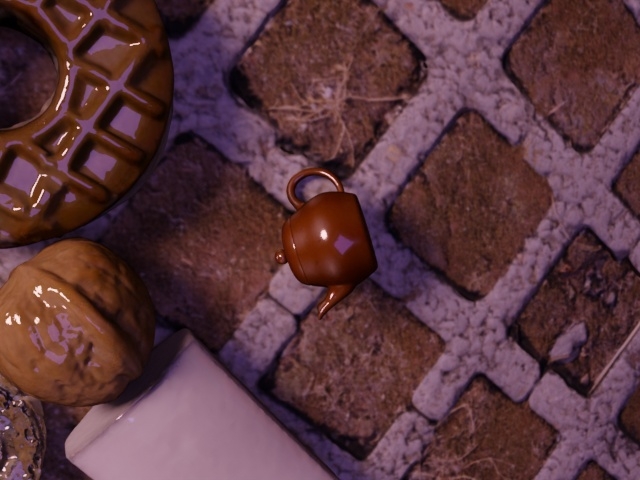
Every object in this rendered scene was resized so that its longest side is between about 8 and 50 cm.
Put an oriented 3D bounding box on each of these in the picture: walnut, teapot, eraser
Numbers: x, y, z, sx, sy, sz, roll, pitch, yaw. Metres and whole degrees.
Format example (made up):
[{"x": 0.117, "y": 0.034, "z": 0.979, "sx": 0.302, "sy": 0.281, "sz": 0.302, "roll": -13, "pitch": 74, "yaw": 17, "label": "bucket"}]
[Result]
[{"x": -0.236, "y": 0.083, "z": 0.687, "sx": 0.166, "sy": 0.149, "sz": 0.166, "roll": -11, "pitch": 105, "yaw": -44, "label": "walnut"}, {"x": 0.000, "y": 0.000, "z": 0.791, "sx": 0.116, "sy": 0.116, "sz": 0.173, "roll": -9, "pitch": 75, "yaw": -19, "label": "teapot"}, {"x": -0.119, "y": 0.249, "z": 0.782, "sx": 0.174, "sy": 0.095, "sz": 0.270, "roll": -44, "pitch": 109, "yaw": -9, "label": "eraser"}]

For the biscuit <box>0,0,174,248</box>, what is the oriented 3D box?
[{"x": -0.294, "y": -0.151, "z": 0.653, "sx": 0.332, "sy": 0.103, "sz": 0.332, "roll": -3, "pitch": 99, "yaw": -21, "label": "biscuit"}]

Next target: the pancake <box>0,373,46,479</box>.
[{"x": -0.404, "y": 0.189, "z": 0.692, "sx": 0.282, "sy": 0.049, "sz": 0.282, "roll": -3, "pitch": 98, "yaw": -19, "label": "pancake"}]
